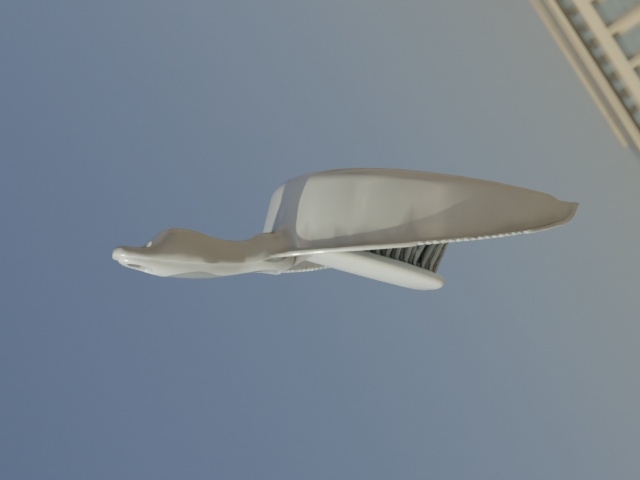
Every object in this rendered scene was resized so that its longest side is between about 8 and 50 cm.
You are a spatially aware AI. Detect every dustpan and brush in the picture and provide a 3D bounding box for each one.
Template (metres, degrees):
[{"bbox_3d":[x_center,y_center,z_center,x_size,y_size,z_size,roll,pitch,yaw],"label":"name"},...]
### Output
[{"bbox_3d":[0.000,0.000,0.582,0.211,0.147,0.060,12,-104,-35],"label":"dustpan and brush"}]
